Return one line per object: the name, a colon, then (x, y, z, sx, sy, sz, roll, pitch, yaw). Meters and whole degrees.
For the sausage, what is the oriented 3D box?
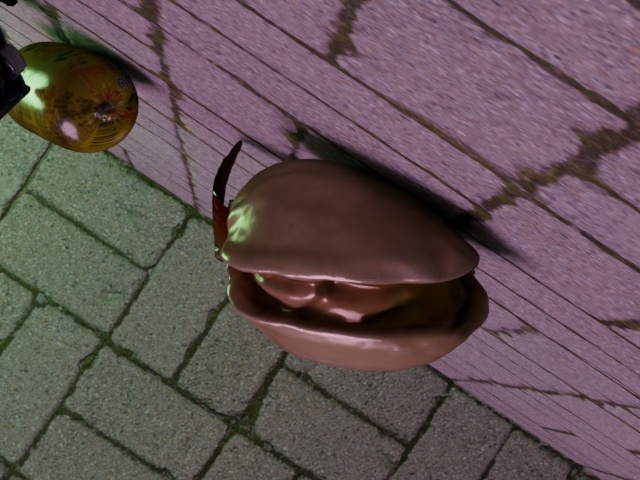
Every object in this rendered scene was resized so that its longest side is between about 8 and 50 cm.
sausage: (-0.314, -0.180, 1.982, 0.123, 0.123, 0.347, 36, 174, -27)

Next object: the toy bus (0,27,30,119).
toy bus: (-0.438, -0.238, 1.821, 0.134, 0.116, 0.234, 23, 147, 33)

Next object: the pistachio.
pistachio: (0.027, 0.025, 1.507, 0.318, 0.214, 0.193, 18, 123, 45)

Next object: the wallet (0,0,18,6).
wallet: (-0.441, -0.330, 1.886, 0.166, 0.030, 0.111, 32, 174, 15)

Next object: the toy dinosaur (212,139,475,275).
toy dinosaur: (0.005, -0.005, 1.754, 0.327, 0.113, 0.206, -1, 112, 46)
